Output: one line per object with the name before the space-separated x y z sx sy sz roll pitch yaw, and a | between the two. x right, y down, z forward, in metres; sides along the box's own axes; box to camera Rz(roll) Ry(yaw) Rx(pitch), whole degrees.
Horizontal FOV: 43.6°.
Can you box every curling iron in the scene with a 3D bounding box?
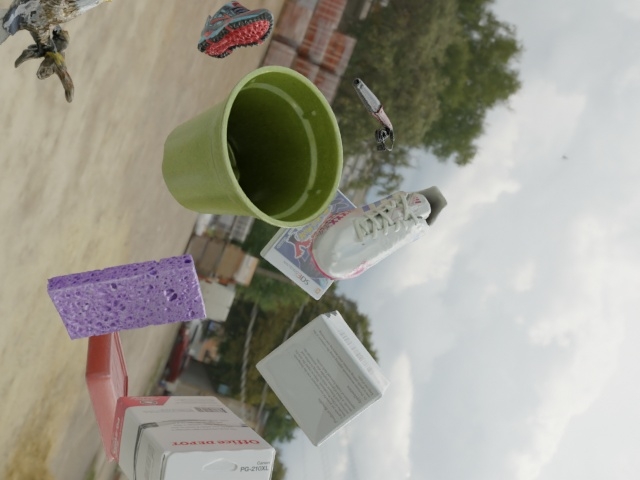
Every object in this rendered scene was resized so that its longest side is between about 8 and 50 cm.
curling iron | 0.112 -0.258 1.628 0.274 0.035 0.068 51 39 -65

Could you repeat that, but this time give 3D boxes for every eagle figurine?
eagle figurine | -0.477 -0.439 1.409 0.225 0.226 0.298 -47 163 -34

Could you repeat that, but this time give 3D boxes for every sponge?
sponge | -0.283 0.085 1.183 0.117 0.210 0.031 86 -8 -45

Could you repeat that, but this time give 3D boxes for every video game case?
video game case | 0.000 0.000 1.637 0.201 0.183 0.023 -51 -142 -3

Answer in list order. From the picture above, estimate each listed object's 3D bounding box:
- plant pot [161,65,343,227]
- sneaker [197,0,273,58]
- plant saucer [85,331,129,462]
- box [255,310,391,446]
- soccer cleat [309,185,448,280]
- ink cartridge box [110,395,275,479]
plant pot | -0.144 -0.149 1.442 0.253 0.276 0.276 -7 -123 45
sneaker | -0.215 -0.546 1.981 0.261 0.104 0.125 -6 -107 44
plant saucer | -0.455 0.298 1.730 0.259 0.047 0.259 -106 -169 -54
box | 0.006 0.137 0.816 0.087 0.101 0.102 -39 172 6
soccer cleat | 0.110 -0.031 1.428 0.143 0.116 0.331 -36 174 39
ink cartridge box | -0.198 0.317 1.203 0.237 0.172 0.100 17 -81 60
